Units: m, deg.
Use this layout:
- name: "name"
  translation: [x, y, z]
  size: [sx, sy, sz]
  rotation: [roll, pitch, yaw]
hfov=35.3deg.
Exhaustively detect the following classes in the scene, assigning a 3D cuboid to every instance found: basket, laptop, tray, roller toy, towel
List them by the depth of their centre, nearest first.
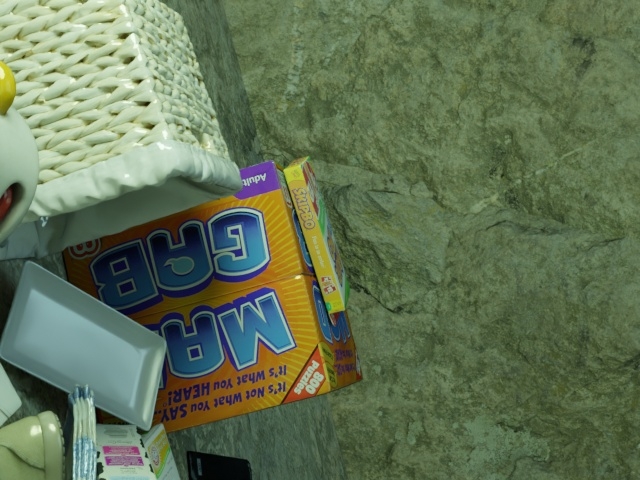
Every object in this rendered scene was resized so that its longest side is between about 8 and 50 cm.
- name: "roller toy"
  translation: [-0.395, -0.080, 1.011]
  size: [0.146, 0.209, 0.191]
  rotation: [48, 35, -71]
- name: "towel"
  translation: [-0.295, 0.341, 1.202]
  size: [0.209, 0.034, 0.285]
  rotation: [113, -26, -46]
- name: "basket"
  translation: [-0.307, -0.143, 1.253]
  size: [0.328, 0.331, 0.266]
  rotation: [6, 68, -81]
- name: "tray"
  translation: [-0.321, 0.149, 1.369]
  size: [0.270, 0.030, 0.145]
  rotation: [39, 48, -41]
- name: "laptop"
  translation: [-0.190, 0.551, 1.936]
  size: [0.264, 0.136, 0.234]
  rotation: [112, -27, -58]

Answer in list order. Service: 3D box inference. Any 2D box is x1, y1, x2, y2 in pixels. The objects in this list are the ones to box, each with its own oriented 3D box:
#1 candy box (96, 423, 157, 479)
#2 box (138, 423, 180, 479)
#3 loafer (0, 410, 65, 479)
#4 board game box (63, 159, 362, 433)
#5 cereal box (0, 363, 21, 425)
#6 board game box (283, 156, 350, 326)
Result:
- name: "candy box"
  translation: [-0.253, 0.339, 1.245]
  size: [0.233, 0.071, 0.159]
  rotation: [-153, -111, -70]
- name: "box"
  translation: [-0.258, 0.378, 1.425]
  size: [0.103, 0.114, 0.203]
  rotation: [-48, 123, -81]
- name: "loafer"
  translation: [-0.334, 0.324, 1.118]
  size: [0.102, 0.092, 0.269]
  rotation: [-178, -91, -73]
- name: "board game box"
  translation: [-0.164, 0.108, 1.661]
  size: [0.356, 0.356, 0.356]
  rotation: [24, 52, -79]
- name: "cereal box"
  translation: [-0.404, 0.146, 1.029]
  size: [0.240, 0.047, 0.173]
  rotation: [-68, 135, -75]
- name: "board game box"
  translation: [0.000, 0.000, 1.600]
  size: [0.124, 0.039, 0.259]
  rotation: [-62, 138, -77]
